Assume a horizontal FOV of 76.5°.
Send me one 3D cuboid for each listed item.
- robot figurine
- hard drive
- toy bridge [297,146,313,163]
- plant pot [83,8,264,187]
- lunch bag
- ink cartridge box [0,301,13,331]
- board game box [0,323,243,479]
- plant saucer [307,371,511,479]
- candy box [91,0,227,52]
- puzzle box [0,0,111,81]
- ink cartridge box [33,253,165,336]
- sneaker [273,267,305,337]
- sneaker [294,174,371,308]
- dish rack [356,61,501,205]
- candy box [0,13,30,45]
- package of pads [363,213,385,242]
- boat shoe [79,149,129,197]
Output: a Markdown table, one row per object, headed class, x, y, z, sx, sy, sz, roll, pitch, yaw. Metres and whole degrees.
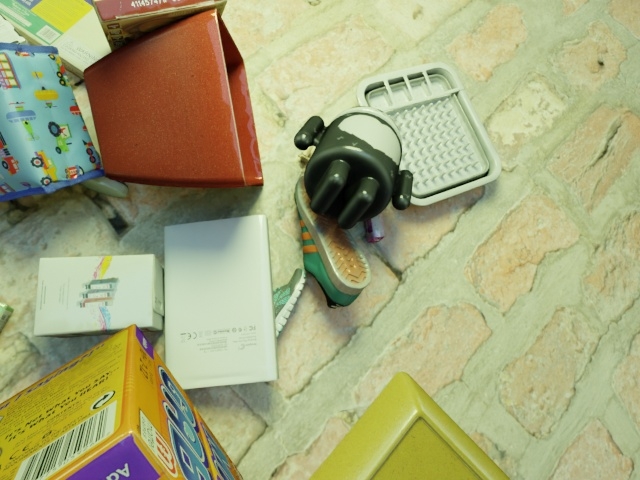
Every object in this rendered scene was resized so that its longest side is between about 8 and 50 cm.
| class | x | y | z | sx | sy | sz | roll | pitch | yaw |
| --- | --- | --- | --- | --- | --- | --- | --- | --- | --- |
| robot figurine | 0.069 | -0.150 | 0.793 | 0.209 | 0.174 | 0.278 | 62 | 32 | -32 |
| hard drive | -0.191 | 0.112 | 0.768 | 0.203 | 0.040 | 0.307 | -7 | 75 | 3 |
| toy bridge | 0.033 | -0.149 | 0.923 | 0.188 | 0.026 | 0.063 | 27 | 72 | -5 |
| plant pot | -0.253 | -0.216 | 0.741 | 0.236 | 0.267 | 0.266 | -8 | 98 | 0 |
| lunch bag | -0.559 | -0.177 | 0.680 | 0.294 | 0.138 | 0.220 | -7 | 109 | 16 |
| ink cartridge box | -0.664 | 0.143 | 0.642 | 0.235 | 0.056 | 0.170 | 24 | 66 | -16 |
| board game box | -0.288 | 0.381 | 0.479 | 0.357 | 0.356 | 0.356 | -33 | 106 | -18 |
| plant saucer | 0.179 | 0.482 | 0.756 | 0.333 | 0.081 | 0.333 | 46 | 71 | 2 |
| candy box | -0.284 | -0.383 | 0.708 | 0.183 | 0.316 | 0.087 | -21 | 104 | -17 |
| puzzle box | -0.456 | -0.468 | 0.888 | 0.409 | 0.052 | 0.272 | 34 | 72 | -2 |
| ink cartridge box | -0.372 | 0.100 | 0.711 | 0.177 | 0.128 | 0.127 | -1 | 75 | -14 |
| sneaker | -0.088 | 0.120 | 0.806 | 0.076 | 0.065 | 0.166 | 29 | 69 | 0 |
| sneaker | 0.000 | 0.000 | 0.838 | 0.108 | 0.121 | 0.301 | 1 | 53 | -28 |
| dish rack | 0.251 | -0.251 | 0.977 | 0.286 | 0.072 | 0.332 | -20 | 80 | -18 |
| candy box | -0.614 | -0.372 | 0.766 | 0.196 | 0.165 | 0.070 | 45 | 69 | 3 |
| package of pads | 0.117 | -0.039 | 0.899 | 0.032 | 0.050 | 0.083 | -4 | 75 | -13 |
| boat shoe | -0.469 | -0.153 | 0.785 | 0.220 | 0.078 | 0.070 | 25 | 72 | -3 |
